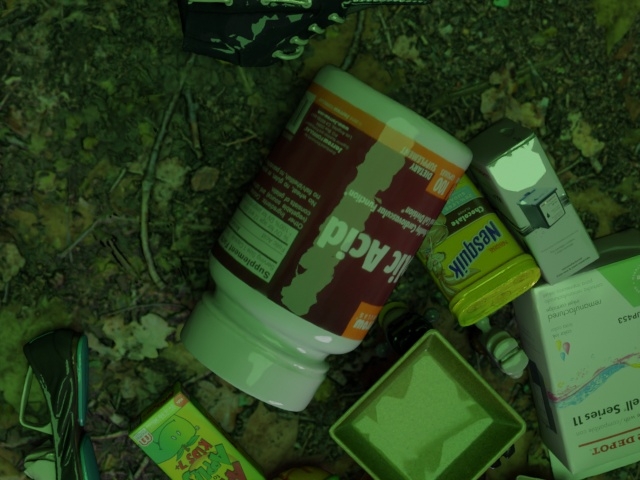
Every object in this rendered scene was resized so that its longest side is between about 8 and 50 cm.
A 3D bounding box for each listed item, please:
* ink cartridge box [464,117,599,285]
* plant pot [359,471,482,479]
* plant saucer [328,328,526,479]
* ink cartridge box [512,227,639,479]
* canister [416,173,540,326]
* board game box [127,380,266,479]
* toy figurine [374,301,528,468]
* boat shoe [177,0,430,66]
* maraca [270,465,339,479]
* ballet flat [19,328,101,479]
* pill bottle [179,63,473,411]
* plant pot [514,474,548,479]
[{"bbox_3d":[0.274,-0.053,1.634,0.082,0.139,0.191,-33,107,0],"label":"ink cartridge box"},{"bbox_3d":[0.133,0.393,1.700,0.188,0.205,0.205,32,96,-1],"label":"plant pot"},{"bbox_3d":[0.134,0.235,1.580,0.188,0.045,0.188,-44,102,-1],"label":"plant saucer"},{"bbox_3d":[0.403,0.185,1.728,0.207,0.119,0.354,-17,106,-7],"label":"ink cartridge box"},{"bbox_3d":[0.188,0.009,1.623,0.126,0.073,0.170,-32,64,-2],"label":"canister"},{"bbox_3d":[-0.167,0.289,1.684,0.092,0.043,0.181,-41,107,1],"label":"board game box"},{"bbox_3d":[0.166,0.195,1.679,0.213,0.148,0.210,6,96,-10],"label":"toy figurine"},{"bbox_3d":[-0.018,-0.291,1.541,0.340,0.127,0.158,7,109,-4],"label":"boat shoe"},{"bbox_3d":[-0.050,0.376,1.693,0.185,0.127,0.099,-37,75,7],"label":"maraca"},{"bbox_3d":[-0.341,0.254,1.625,0.096,0.095,0.281,-5,94,0],"label":"ballet flat"},{"bbox_3d":[0.000,0.000,1.551,0.224,0.224,0.392,29,97,-16],"label":"pill bottle"},{"bbox_3d":[0.311,0.411,1.768,0.109,0.109,0.096,12,144,-13],"label":"plant pot"}]
